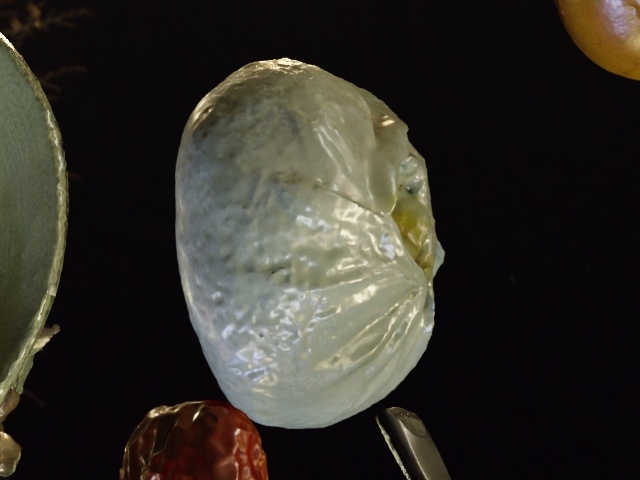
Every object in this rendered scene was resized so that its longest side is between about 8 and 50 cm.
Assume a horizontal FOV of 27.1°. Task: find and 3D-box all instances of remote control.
[{"bbox_3d":[0.117,0.244,1.247,0.028,0.059,0.212,-48,-126,25],"label":"remote control"}]

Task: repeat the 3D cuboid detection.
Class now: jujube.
[{"bbox_3d":[-0.093,0.206,0.979,0.112,0.109,0.176,133,-41,-58],"label":"jujube"}]

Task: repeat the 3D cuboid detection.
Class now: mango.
[{"bbox_3d":[0.305,-0.259,1.285,0.166,0.236,0.136,-1,-134,16],"label":"mango"}]

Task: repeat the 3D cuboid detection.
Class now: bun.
[{"bbox_3d":[0.000,0.000,1.266,0.211,0.362,0.362,-3,-129,18],"label":"bun"}]

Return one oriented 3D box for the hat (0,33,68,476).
[{"bbox_3d":[-0.198,0.029,0.572,0.257,0.130,0.257,-6,-111,16],"label":"hat"}]
